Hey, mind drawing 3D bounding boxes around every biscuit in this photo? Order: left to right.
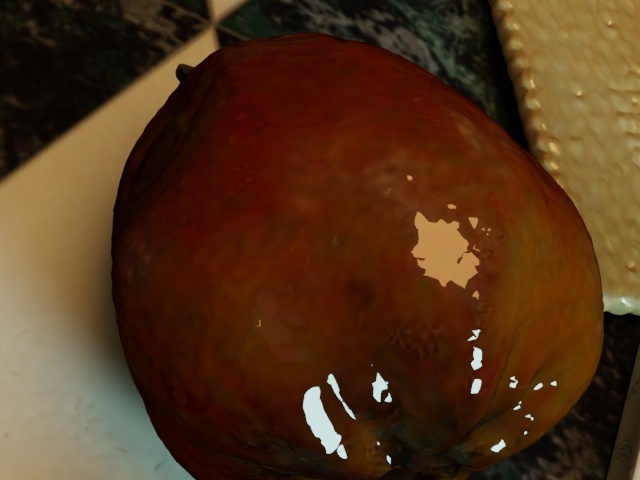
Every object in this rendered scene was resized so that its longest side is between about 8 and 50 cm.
[{"bbox_3d":[0.193,-0.064,0.899,0.160,0.030,0.249,3,61,-27],"label":"biscuit"}]

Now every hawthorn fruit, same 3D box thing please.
[{"bbox_3d":[0.000,0.000,0.667,0.224,0.224,0.261,-6,55,-29],"label":"hawthorn fruit"}]

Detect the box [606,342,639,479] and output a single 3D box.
[{"bbox_3d":[0.220,0.158,0.796,0.129,0.033,0.247,29,55,-9],"label":"box"}]
